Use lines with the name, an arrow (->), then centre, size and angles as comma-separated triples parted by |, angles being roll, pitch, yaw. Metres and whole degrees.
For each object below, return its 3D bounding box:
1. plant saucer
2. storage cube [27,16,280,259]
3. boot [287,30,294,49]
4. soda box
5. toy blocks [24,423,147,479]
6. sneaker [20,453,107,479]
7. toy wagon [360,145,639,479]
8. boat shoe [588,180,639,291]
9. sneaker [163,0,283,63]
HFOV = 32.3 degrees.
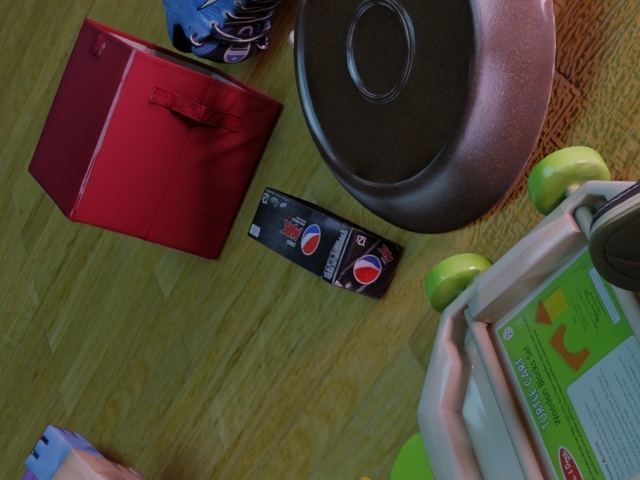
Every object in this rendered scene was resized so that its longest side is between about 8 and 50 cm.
plant saucer -> 0.063, -0.157, 0.912 | 0.310, 0.050, 0.310 | 14, 107, 52
storage cube -> -0.191, -0.114, 1.229 | 0.215, 0.184, 0.193 | 38, 107, 55
boot -> 0.030, -0.191, 1.067 | 0.158, 0.059, 0.084 | 39, 105, 46
soda box -> 0.000, 0.000, 1.014 | 0.169, 0.060, 0.053 | 29, 98, 57
toy blocks -> -0.285, 0.346, 1.105 | 0.261, 0.191, 0.381 | 31, 88, 42
sneaker -> -0.328, 0.371, 1.295 | 0.161, 0.102, 0.282 | 8, 71, 60
toy wagon -> 0.147, 0.112, 0.746 | 0.344, 0.068, 0.267 | -48, 40, 33
boat shoe -> 0.256, -0.039, 0.615 | 0.223, 0.080, 0.073 | -23, 32, 18
sneaker -> -0.074, -0.271, 1.215 | 0.330, 0.130, 0.147 | -1, 89, 58
